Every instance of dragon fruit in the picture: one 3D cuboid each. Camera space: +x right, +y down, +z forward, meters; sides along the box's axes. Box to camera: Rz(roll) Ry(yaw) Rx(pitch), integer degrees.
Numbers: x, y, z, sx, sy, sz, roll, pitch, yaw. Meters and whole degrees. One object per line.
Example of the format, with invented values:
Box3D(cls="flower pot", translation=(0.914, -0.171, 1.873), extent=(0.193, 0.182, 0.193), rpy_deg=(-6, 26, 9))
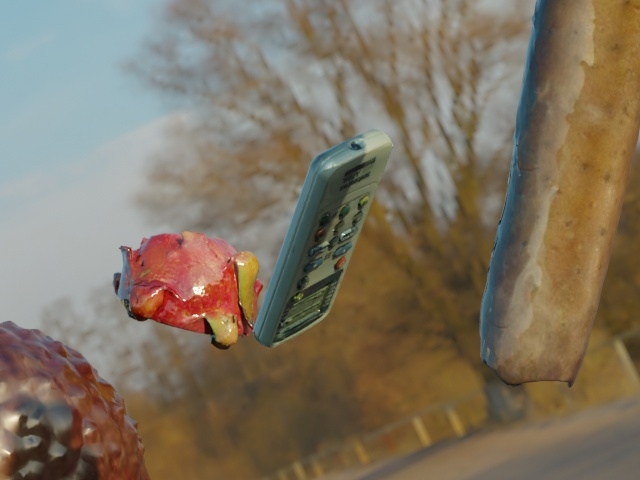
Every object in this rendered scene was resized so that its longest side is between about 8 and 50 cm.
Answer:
Box3D(cls="dragon fruit", translation=(-0.092, 0.024, 1.327), extent=(0.112, 0.068, 0.126), rpy_deg=(15, 10, 2))

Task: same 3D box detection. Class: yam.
Box3D(cls="yam", translation=(0.098, -0.076, 0.662), extent=(0.046, 0.264, 0.046), rpy_deg=(12, 2, 0))

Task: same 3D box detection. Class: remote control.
Box3D(cls="remote control", translation=(0.000, 0.000, 0.911), extent=(0.053, 0.018, 0.124), rpy_deg=(-28, -31, -44))

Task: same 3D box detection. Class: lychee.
Box3D(cls="lychee", translation=(-0.252, 0.174, 1.281), extent=(0.261, 0.260, 0.260), rpy_deg=(-25, -5, -2))
